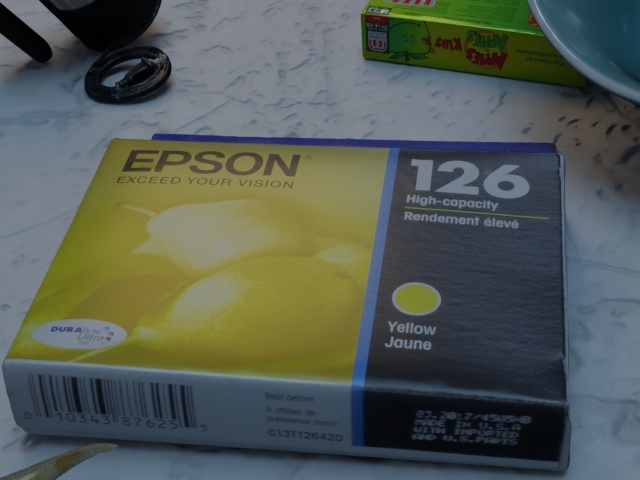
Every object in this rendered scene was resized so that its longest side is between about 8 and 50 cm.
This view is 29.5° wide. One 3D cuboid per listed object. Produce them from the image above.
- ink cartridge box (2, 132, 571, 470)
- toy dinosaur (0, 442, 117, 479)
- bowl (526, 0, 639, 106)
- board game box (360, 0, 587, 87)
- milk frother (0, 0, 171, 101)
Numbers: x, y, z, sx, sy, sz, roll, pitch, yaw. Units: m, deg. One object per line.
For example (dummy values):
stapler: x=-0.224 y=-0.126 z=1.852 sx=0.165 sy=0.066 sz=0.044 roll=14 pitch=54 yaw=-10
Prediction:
ink cartridge box: x=0.000 y=0.000 z=0.757 sx=0.303 sy=0.072 sz=0.307 roll=2 pitch=41 yaw=8
toy dinosaur: x=-0.198 y=0.143 z=0.622 sx=0.183 sy=0.053 sz=0.092 roll=-34 pitch=63 yaw=-22
bowl: x=0.309 y=-0.194 z=0.838 sx=0.311 sy=0.163 sz=0.312 roll=-11 pitch=65 yaw=25
board game box: x=0.133 y=-0.176 z=0.981 sx=0.181 sy=0.043 sz=0.092 roll=10 pitch=41 yaw=18
milk frother: x=-0.185 y=-0.194 z=0.957 sx=0.143 sy=0.135 sz=0.129 roll=25 pitch=78 yaw=35
